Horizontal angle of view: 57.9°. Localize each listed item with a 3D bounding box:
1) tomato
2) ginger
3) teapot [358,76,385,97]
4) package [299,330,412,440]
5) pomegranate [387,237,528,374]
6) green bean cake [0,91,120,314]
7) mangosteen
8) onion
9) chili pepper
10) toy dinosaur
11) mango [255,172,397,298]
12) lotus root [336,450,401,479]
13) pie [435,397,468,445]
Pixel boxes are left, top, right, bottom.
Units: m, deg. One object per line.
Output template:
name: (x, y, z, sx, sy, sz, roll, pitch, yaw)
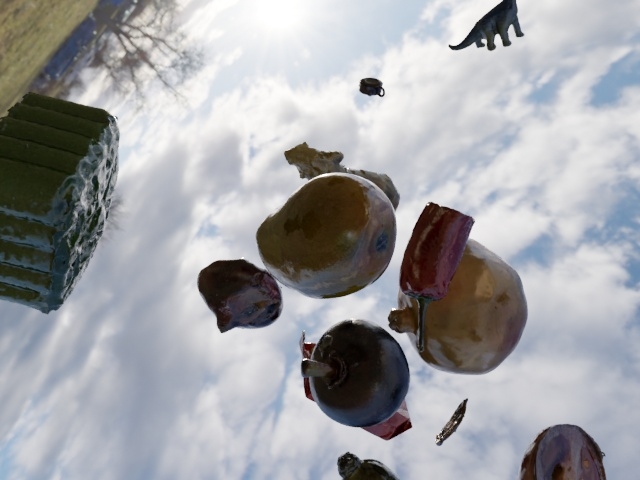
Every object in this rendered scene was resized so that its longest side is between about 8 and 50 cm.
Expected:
tomato: (0.473, 0.472, 1.166, 0.112, 0.228, 0.199, -28, -145, 53)
ginger: (0.074, -0.152, 1.689, 0.363, 0.348, 0.122, -24, -147, -15)
teapot: (0.140, -0.416, 1.587, 0.068, 0.045, 0.100, -25, -133, -32)
package: (0.096, 0.456, 1.811, 0.123, 0.423, 0.196, -53, -164, 18)
pomegranate: (0.391, 0.201, 1.693, 0.411, 0.411, 0.411, -36, -147, 28)
green bean cake: (-0.398, -0.056, 0.846, 0.247, 0.156, 0.250, -89, -164, -51)
mangosteen: (0.061, 0.281, 1.244, 0.235, 0.261, 0.235, -14, -111, 40)
onion: (-0.235, 0.175, 1.656, 0.272, 0.272, 0.195, -20, -135, 45)
chili pepper: (0.254, 0.081, 1.386, 0.131, 0.134, 0.338, 20, -87, 25)
toy dinosaur: (0.434, -0.590, 1.494, 0.247, 0.188, 0.075, -6, -149, 28)
mango: (0.000, 0.000, 1.025, 0.173, 0.211, 0.317, -25, -175, -40)
lotus root: (0.153, 0.680, 1.492, 0.173, 0.173, 0.309, -42, -109, 19)
pie: (0.347, 0.506, 1.550, 0.088, 0.033, 0.191, -42, 160, -46)
